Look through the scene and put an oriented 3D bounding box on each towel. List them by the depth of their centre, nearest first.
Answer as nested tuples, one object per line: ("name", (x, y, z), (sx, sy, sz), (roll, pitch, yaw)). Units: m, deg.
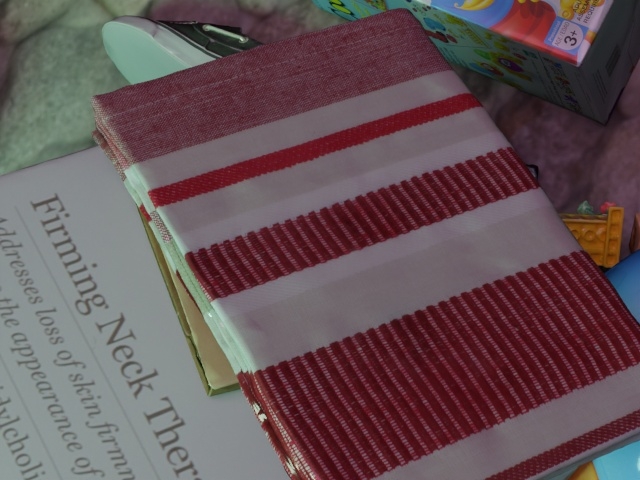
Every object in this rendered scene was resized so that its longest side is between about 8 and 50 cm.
("towel", (0.036, 0.010, 0.924), (0.237, 0.037, 0.329), (-19, 61, -25))

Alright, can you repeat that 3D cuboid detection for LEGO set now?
("LEGO set", (0.143, 0.022, 1.222), (0.287, 0.107, 0.132), (-32, 103, 4))

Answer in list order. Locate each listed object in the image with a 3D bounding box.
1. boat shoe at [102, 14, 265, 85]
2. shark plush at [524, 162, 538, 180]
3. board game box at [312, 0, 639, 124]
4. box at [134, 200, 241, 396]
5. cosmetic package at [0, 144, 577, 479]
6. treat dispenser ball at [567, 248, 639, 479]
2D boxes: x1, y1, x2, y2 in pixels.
("boat shoe", (-0.088, -0.146, 1.342), (0.219, 0.077, 0.070), (26, 51, 26))
("shark plush", (0.094, -0.062, 1.281), (0.161, 0.073, 0.067), (4, 97, -1))
("board game box", (0.124, -0.223, 1.246), (0.275, 0.144, 0.142), (25, 85, 21))
("box", (0.000, 0.000, 0.963), (0.201, 0.021, 0.164), (-12, 61, -21))
("cosmetic package", (-0.118, 0.154, 1.045), (0.394, 0.327, 0.329), (-20, 64, -25))
("treat dispenser ball", (0.281, 0.130, 1.025), (0.288, 0.288, 0.288), (-5, 75, 17))
